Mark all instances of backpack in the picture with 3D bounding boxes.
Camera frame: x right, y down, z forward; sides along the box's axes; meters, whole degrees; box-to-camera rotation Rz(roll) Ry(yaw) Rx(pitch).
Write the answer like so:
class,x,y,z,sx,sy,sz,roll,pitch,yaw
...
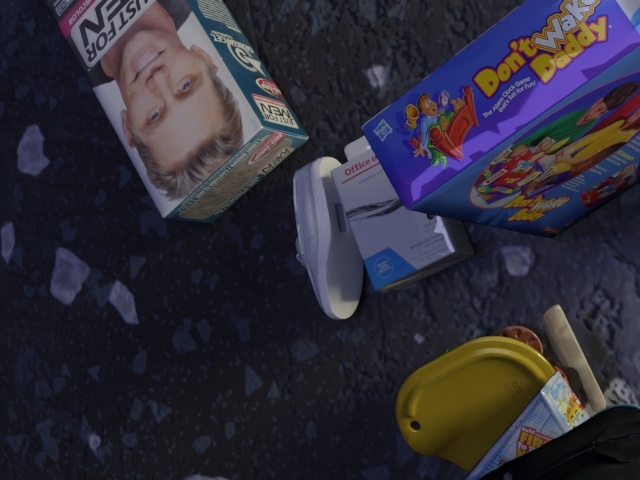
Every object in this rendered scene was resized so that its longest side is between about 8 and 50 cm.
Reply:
class,x,y,z,sx,sy,sz,roll,pitch,yaw
backpack,0.228,0.233,0.831,0.144,0.166,0.188,40,116,-7

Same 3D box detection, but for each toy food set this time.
class,x,y,z,sx,sy,sz,roll,pitch,yaw
toy food set,0.181,0.147,1.027,0.218,0.071,0.128,-31,96,27

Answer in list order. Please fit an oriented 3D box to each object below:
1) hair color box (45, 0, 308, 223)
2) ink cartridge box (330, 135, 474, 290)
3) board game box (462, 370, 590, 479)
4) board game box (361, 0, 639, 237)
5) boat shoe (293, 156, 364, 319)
class,x,y,z,sx,sy,sz,roll,pitch,yaw
hair color box,-0.181,-0.211,1.229,0.174,0.105,0.347,-40,70,22
ink cartridge box,0.081,-0.047,1.093,0.104,0.060,0.180,-28,74,26
board game box,0.225,0.235,0.956,0.194,0.060,0.194,26,114,20
board game box,0.218,-0.105,0.853,0.233,0.347,0.078,-35,70,23
boat shoe,0.000,0.000,1.138,0.063,0.066,0.184,-16,81,42
